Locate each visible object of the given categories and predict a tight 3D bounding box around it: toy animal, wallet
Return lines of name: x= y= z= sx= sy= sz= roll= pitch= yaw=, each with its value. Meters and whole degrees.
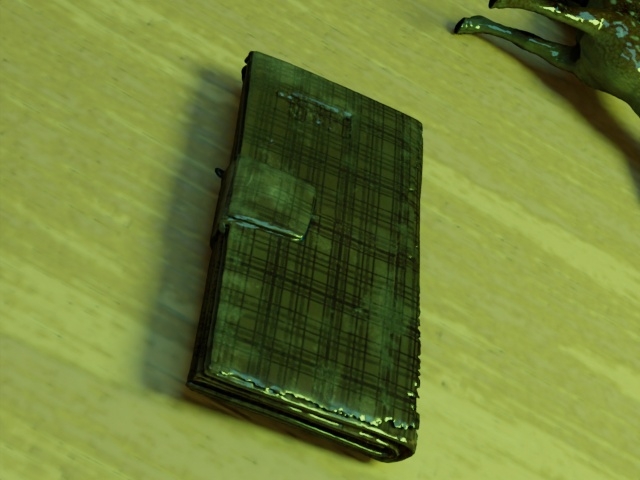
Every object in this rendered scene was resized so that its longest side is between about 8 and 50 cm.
toy animal: x=0.224 y=-0.130 z=0.830 sx=0.260 sy=0.087 sz=0.243 roll=20 pitch=50 yaw=-11
wallet: x=0.000 y=0.000 z=0.631 sx=0.124 sy=0.042 sz=0.230 roll=22 pitch=49 yaw=-18
